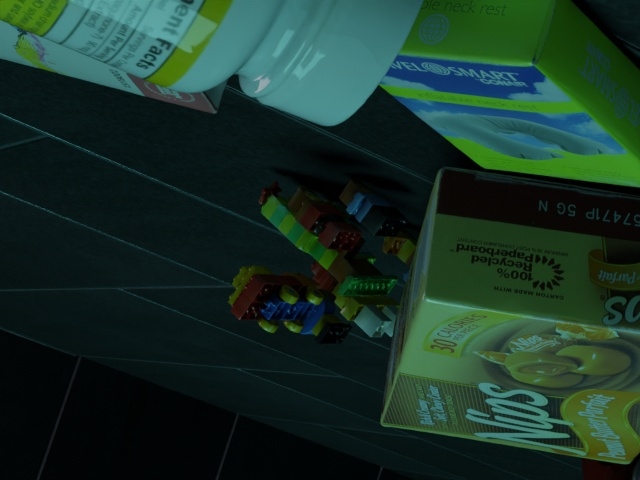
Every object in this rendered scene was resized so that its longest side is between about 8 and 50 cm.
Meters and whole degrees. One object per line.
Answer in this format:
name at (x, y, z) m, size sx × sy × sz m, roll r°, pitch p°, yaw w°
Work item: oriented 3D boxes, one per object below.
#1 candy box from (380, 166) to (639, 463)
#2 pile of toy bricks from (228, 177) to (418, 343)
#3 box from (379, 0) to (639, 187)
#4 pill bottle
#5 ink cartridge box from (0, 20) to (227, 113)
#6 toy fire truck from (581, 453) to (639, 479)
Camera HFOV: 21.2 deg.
candy box at (0.143, 0.059, 1.085) m, size 0.183 × 0.087 × 0.316 m, roll 9°, pitch 162°, yaw 1°
pile of toy bricks at (0.000, 0.000, 1.200) m, size 0.105 × 0.118 × 0.212 m, roll 43°, pitch -162°, yaw 25°
box at (0.087, -0.076, 0.790) m, size 0.109 × 0.042 × 0.178 m, roll 9°, pitch 167°, yaw 36°
pill bottle at (-0.070, -0.123, 0.605) m, size 0.208 × 0.119 × 0.119 m, roll 22°, pitch 168°, yaw -19°
ink cartridge box at (-0.144, -0.129, 0.825) m, size 0.198 × 0.067 × 0.115 m, roll 15°, pitch 169°, yaw 14°
toy fire truck at (0.281, 0.190, 1.242) m, size 0.158 × 0.246 × 0.217 m, roll 21°, pitch 168°, yaw -14°
